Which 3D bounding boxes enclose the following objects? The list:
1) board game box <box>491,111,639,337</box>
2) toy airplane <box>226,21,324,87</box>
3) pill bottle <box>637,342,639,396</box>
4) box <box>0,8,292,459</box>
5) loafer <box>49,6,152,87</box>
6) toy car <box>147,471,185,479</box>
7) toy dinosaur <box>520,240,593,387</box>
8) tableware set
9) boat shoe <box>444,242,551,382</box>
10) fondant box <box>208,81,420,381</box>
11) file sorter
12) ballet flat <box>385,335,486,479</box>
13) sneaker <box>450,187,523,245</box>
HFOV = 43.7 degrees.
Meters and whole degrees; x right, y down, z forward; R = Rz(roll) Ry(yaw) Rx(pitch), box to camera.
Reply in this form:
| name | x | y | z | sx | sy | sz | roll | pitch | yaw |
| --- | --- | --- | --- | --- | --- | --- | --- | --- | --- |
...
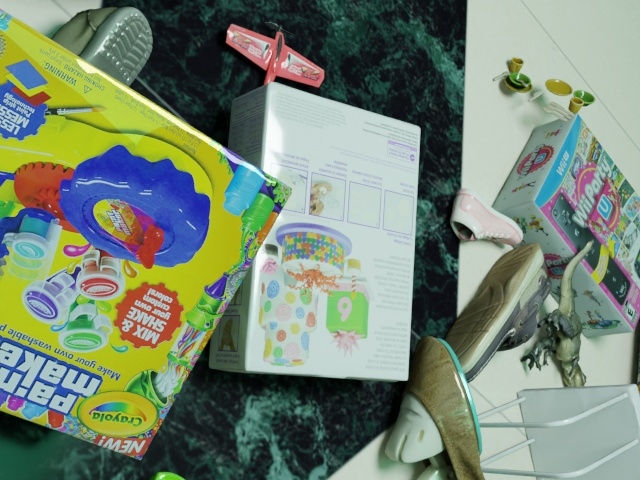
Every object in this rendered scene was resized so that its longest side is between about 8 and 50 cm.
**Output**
| name | x | y | z | sx | sy | sz | roll | pitch | yaw |
| --- | --- | --- | --- | --- | --- | --- | --- | --- | --- |
| board game box | 0.438 | -0.023 | 1.330 | 0.303 | 0.098 | 0.224 | 46 | 56 | -19 |
| toy airplane | -0.063 | -0.214 | 1.033 | 0.151 | 0.028 | 0.151 | 9 | 75 | -34 |
| pill bottle | 0.650 | 0.172 | 1.404 | 0.162 | 0.162 | 0.278 | 26 | 65 | -30 |
| box | -0.235 | -0.007 | 0.704 | 0.290 | 0.177 | 0.279 | 30 | 88 | -29 |
| loafer | -0.277 | -0.148 | 0.833 | 0.251 | 0.087 | 0.094 | -56 | 151 | -22 |
| toy car | -0.196 | 0.341 | 0.793 | 0.239 | 0.053 | 0.225 | 38 | 59 | -26 |
| toy dinosaur | 0.374 | 0.139 | 1.241 | 0.118 | 0.064 | 0.268 | -22 | 119 | -36 |
| tableware set | 0.374 | -0.257 | 1.322 | 0.154 | 0.024 | 0.104 | 38 | 49 | 25 |
| boat shoe | 0.271 | 0.115 | 1.169 | 0.092 | 0.103 | 0.285 | 51 | 49 | -11 |
| fondant box | 0.000 | 0.000 | 0.975 | 0.238 | 0.096 | 0.330 | 10 | 78 | -35 |
| file sorter | 0.341 | 0.360 | 1.105 | 0.173 | 0.193 | 0.277 | -11 | 86 | -39 |
| ballet flat | 0.156 | 0.303 | 1.049 | 0.124 | 0.116 | 0.342 | -18 | 95 | -21 |
| sneaker | 0.248 | -0.015 | 1.213 | 0.134 | 0.051 | 0.070 | 36 | 62 | -22 |
